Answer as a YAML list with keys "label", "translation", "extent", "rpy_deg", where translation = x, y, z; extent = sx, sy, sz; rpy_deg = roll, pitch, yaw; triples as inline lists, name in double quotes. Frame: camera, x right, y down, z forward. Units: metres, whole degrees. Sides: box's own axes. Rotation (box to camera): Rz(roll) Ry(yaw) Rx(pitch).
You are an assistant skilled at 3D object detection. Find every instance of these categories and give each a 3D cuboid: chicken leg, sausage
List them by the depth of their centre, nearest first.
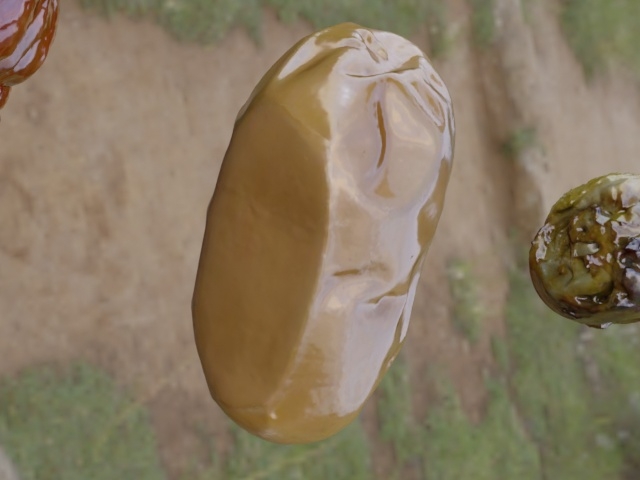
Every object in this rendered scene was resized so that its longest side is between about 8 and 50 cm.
- label: "sausage"
  translation: [0.000, 0.000, 0.952]
  extent: [0.136, 0.120, 0.241]
  rpy_deg: [-17, 130, -53]
- label: "chicken leg"
  translation: [0.251, 0.008, 1.073]
  extent: [0.107, 0.251, 0.087]
  rpy_deg: [132, -43, -68]

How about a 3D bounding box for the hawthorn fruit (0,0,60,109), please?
- label: "hawthorn fruit"
  translation: [-0.223, -0.102, 0.629]
  extent: [0.243, 0.207, 0.207]
  rpy_deg: [36, 27, -5]
